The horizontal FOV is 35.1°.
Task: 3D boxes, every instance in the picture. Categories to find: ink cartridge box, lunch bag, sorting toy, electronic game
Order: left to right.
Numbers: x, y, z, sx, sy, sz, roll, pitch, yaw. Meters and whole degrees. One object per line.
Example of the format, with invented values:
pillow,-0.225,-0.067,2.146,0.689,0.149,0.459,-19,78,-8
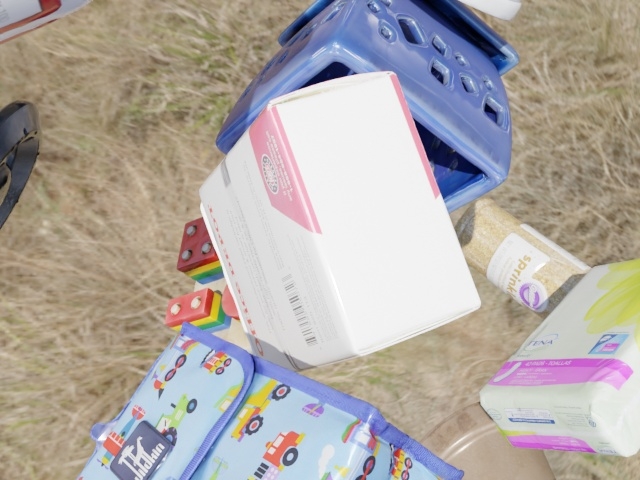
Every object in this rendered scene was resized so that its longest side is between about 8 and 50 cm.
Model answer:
electronic game,-0.363,-0.048,1.070,0.048,0.229,0.229,29,98,-5
lunch bag,-0.080,0.195,0.762,0.293,0.138,0.221,19,73,45
sorting toy,-0.127,0.048,1.590,0.256,0.089,0.257,-18,51,36
ink cartridge box,0.000,0.000,0.893,0.117,0.283,0.207,-19,85,-20

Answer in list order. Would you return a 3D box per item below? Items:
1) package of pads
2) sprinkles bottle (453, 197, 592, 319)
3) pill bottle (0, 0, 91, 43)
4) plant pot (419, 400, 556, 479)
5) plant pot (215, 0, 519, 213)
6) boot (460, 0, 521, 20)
package of pads,0.362,0.140,1.271,0.296,0.229,0.101,-42,102,-26
sprinkles bottle,0.379,0.069,1.672,0.355,0.121,0.121,38,101,30
pill bottle,-0.265,-0.201,0.564,0.408,0.229,0.229,-27,76,-14
plant pot,0.309,0.437,1.726,0.263,0.263,0.229,-48,43,12
plant pot,0.063,-0.159,1.085,0.236,0.236,0.212,-30,32,49
boot,0.109,-0.313,0.935,0.258,0.095,0.123,26,114,-22
